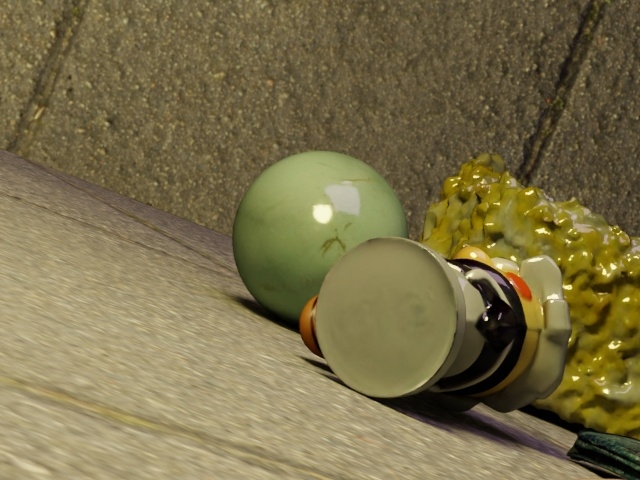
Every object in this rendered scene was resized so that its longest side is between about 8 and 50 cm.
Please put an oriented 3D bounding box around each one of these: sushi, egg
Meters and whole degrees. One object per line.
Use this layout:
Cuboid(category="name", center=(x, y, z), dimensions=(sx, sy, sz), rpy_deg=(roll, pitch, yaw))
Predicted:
Cuboid(category="sushi", center=(0.254, 0.061, 1.831), dimensions=(0.351, 0.240, 0.396), rpy_deg=(23, 4, -6))
Cuboid(category="egg", center=(0.000, 0.000, 1.581), dimensions=(0.168, 0.168, 0.231), rpy_deg=(22, 7, -4))

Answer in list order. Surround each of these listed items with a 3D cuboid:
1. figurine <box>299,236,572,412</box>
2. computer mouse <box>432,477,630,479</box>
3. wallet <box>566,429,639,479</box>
Cuboid(category="figurine", center=(0.093, 0.068, 1.307), dimensions=(0.176, 0.133, 0.236), rpy_deg=(1, -5, 32))
Cuboid(category="computer mouse", center=(0.234, 0.148, 0.659), dimensions=(0.389, 0.115, 0.199), rpy_deg=(23, -2, 11))
Cuboid(category="wallet", center=(0.354, 0.218, 1.240), dimensions=(0.190, 0.046, 0.379), rpy_deg=(23, 0, -26))
